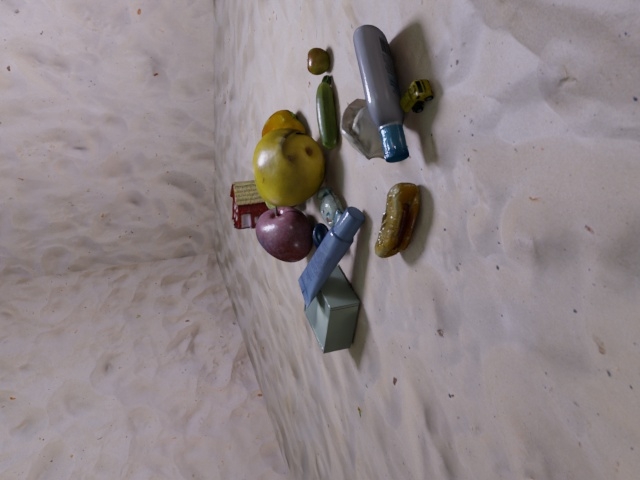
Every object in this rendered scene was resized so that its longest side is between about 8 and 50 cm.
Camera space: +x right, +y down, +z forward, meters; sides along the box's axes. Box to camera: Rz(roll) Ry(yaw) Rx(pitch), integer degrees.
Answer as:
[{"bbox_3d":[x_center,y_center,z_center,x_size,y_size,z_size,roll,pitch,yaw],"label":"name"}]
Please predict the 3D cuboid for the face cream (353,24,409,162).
[{"bbox_3d":[0.160,-0.364,1.314,0.163,0.080,0.337,8,-111,-65],"label":"face cream"}]

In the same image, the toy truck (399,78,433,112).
[{"bbox_3d":[0.230,-0.346,1.242,0.083,0.054,0.049,130,128,-63],"label":"toy truck"}]

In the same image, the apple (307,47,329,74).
[{"bbox_3d":[-0.011,-0.607,1.762,0.089,0.074,0.090,174,90,-72],"label":"apple"}]

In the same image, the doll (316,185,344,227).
[{"bbox_3d":[0.041,-0.108,1.809,0.104,0.071,0.214,-60,40,46],"label":"doll"}]

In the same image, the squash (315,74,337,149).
[{"bbox_3d":[0.018,-0.432,1.757,0.066,0.066,0.253,-176,79,-69],"label":"squash"}]

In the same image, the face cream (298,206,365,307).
[{"bbox_3d":[0.025,0.051,1.734,0.385,0.086,0.136,-57,36,32],"label":"face cream"}]

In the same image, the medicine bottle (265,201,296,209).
[{"bbox_3d":[-0.156,-0.188,2.240,0.238,0.124,0.124,172,90,-69],"label":"medicine bottle"}]

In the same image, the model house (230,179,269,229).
[{"bbox_3d":[-0.357,-0.204,2.657,0.160,0.195,0.254,-134,42,-61],"label":"model house"}]

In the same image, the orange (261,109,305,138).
[{"bbox_3d":[-0.148,-0.421,2.075,0.179,0.158,0.237,-59,39,34],"label":"orange"}]

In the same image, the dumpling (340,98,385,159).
[{"bbox_3d":[0.122,-0.305,1.440,0.199,0.136,0.118,64,148,16],"label":"dumpling"}]

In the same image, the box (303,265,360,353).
[{"bbox_3d":[0.037,0.240,1.877,0.225,0.117,0.225,-120,30,-47],"label":"box"}]

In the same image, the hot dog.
[{"bbox_3d":[0.206,-0.040,1.376,0.073,0.084,0.243,-118,30,-45],"label":"hot dog"}]

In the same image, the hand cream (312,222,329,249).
[{"bbox_3d":[0.000,0.000,1.921,0.270,0.061,0.120,106,153,-81],"label":"hand cream"}]

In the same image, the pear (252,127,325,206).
[{"bbox_3d":[-0.133,-0.253,1.895,0.336,0.284,0.285,-43,52,31],"label":"pear"}]

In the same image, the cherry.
[{"bbox_3d":[-0.148,-0.033,2.107,0.236,0.212,0.286,39,153,49],"label":"cherry"}]
